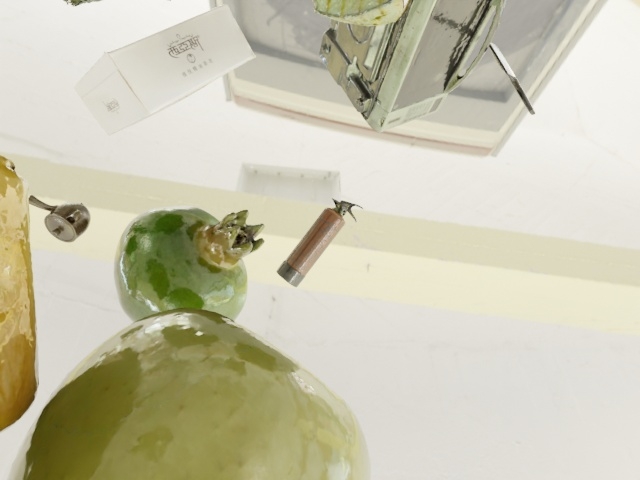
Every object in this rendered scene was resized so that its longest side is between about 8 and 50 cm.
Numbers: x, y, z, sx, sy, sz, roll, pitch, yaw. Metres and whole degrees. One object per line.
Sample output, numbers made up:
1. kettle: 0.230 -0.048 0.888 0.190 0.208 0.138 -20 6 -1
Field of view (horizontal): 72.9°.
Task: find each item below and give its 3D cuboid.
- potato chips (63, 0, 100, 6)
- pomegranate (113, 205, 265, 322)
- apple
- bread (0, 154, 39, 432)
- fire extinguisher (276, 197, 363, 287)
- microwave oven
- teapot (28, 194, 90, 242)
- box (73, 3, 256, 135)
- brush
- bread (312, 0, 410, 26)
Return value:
1. potato chips: -0.422 -0.502 0.854 0.228 0.059 0.167 34 -123 26
2. pomegranate: -0.288 0.056 0.907 0.216 0.358 0.310 -7 -112 -58
3. apple: -0.170 0.335 0.587 0.473 0.474 0.474 5 -135 -5
4. bread: -0.474 0.085 0.406 0.250 0.361 0.394 -7 -95 -1
5. fire extinguisher: 0.000 0.000 0.346 0.028 0.022 0.083 38 -91 -11
6. microwave oven: 0.183 -0.502 0.979 0.247 0.394 0.333 -19 -115 -22
7. teapot: -0.493 -0.054 0.822 0.110 0.085 0.080 47 -146 -20
8. box: -0.298 -0.329 0.842 0.203 0.116 0.274 -2 -145 46
9. brush: 0.431 -0.365 0.976 0.063 0.016 0.193 -13 -107 -48
10. bread: 0.076 -0.325 0.555 0.110 0.103 0.156 -2 -162 -41
